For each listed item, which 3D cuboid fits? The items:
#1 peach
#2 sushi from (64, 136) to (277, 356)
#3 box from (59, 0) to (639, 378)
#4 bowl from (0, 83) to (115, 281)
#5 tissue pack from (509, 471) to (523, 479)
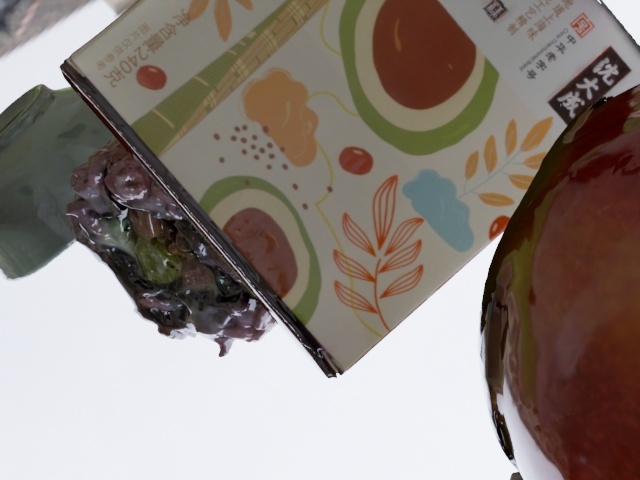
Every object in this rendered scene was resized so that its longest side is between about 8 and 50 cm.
[{"bbox_3d":[0.284,0.066,0.652,0.370,0.370,0.370,-30,-146,23],"label":"peach"},{"bbox_3d":[-0.132,-0.023,1.191,0.236,0.270,0.171,-34,-164,47],"label":"sushi"},{"bbox_3d":[0.036,-0.136,0.987,0.385,0.344,0.122,-41,-178,-5],"label":"box"},{"bbox_3d":[-0.344,-0.101,1.414,0.289,0.146,0.289,-36,-157,18],"label":"bowl"},{"bbox_3d":[0.187,0.305,0.792,0.145,0.159,0.229,7,-126,8],"label":"tissue pack"}]
